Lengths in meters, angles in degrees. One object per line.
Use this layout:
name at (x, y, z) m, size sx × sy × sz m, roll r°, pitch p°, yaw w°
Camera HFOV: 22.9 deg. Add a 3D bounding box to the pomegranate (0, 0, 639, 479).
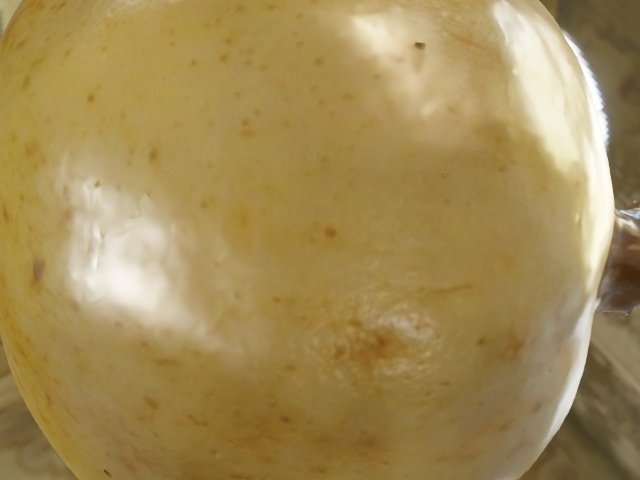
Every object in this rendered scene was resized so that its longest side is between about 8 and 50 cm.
pomegranate at (-0.016, -0.009, 0.686) m, size 0.307 × 0.307 × 0.307 m, roll -25°, pitch -36°, yaw -20°
